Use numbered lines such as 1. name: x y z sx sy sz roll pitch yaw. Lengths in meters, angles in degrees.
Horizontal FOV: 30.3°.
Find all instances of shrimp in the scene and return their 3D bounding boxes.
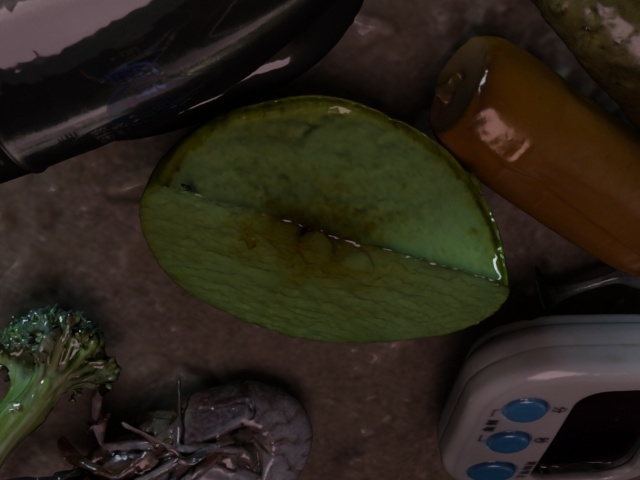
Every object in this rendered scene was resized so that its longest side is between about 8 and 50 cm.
1. shrimp: -0.175 0.206 1.120 0.343 0.116 0.145 -9 125 -9

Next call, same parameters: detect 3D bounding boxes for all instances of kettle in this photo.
1. kettle: -0.108 -0.176 0.821 0.324 0.228 0.321 -20 151 2

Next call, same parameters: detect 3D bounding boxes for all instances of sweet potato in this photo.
1. sweet potato: 0.293 -0.125 0.935 0.422 0.130 0.130 30 116 -24

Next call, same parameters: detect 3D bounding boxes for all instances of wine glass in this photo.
1. wine glass: 0.300 0.025 1.087 0.198 0.066 0.066 -16 125 1

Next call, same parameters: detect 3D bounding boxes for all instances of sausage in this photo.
1. sausage: 0.230 -0.051 0.992 0.328 0.112 0.112 31 116 -25

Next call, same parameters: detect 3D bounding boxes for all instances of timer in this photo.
1. timer: 0.237 0.155 1.119 0.237 0.087 0.262 -2 146 -9

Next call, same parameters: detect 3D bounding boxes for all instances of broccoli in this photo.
1. broccoli: -0.264 0.145 1.022 0.122 0.204 0.118 -7 130 41

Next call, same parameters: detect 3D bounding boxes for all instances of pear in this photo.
1. pear: -0.003 -0.004 0.987 0.288 0.139 0.239 16 146 -6
